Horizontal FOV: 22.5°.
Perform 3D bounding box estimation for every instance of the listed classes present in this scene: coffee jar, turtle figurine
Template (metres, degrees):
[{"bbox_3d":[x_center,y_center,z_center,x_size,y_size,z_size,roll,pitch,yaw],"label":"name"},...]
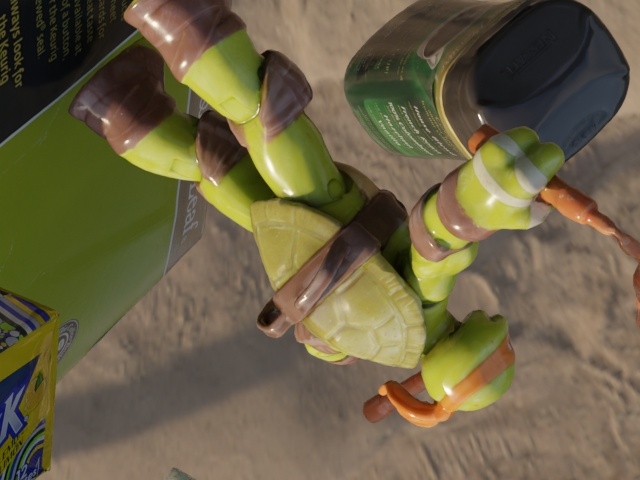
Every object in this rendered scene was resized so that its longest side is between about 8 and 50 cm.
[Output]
[{"bbox_3d":[0.088,-0.086,0.876,0.096,0.184,0.079,-42,108,-9],"label":"coffee jar"},{"bbox_3d":[0.000,0.000,0.632,0.217,0.269,0.087,45,68,0],"label":"turtle figurine"}]

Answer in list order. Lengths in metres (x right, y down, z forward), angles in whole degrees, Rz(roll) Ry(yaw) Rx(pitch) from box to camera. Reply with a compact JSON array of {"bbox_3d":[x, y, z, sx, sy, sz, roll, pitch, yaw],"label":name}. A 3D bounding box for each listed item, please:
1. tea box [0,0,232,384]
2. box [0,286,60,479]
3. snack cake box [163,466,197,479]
[{"bbox_3d":[-0.212,-0.064,0.721,0.220,0.323,0.329,31,141,16],"label":"tea box"},{"bbox_3d":[-0.155,0.023,0.423,0.169,0.059,0.054,20,119,20],"label":"box"},{"bbox_3d":[0.000,0.246,0.780,0.264,0.089,0.152,36,79,-16],"label":"snack cake box"}]
